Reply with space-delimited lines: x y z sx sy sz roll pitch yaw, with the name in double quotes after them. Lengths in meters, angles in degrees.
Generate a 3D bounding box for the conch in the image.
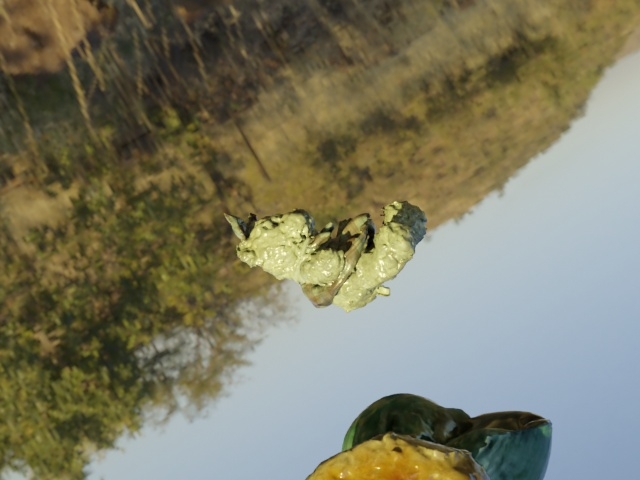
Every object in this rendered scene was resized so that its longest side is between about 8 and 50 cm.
0.117 0.229 0.992 0.196 0.134 0.202 -3 -173 -24 "conch"

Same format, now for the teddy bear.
0.008 0.019 1.034 0.213 0.111 0.133 0 -165 20 "teddy bear"

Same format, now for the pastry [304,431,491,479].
0.066 0.257 0.804 0.182 0.192 0.093 -22 168 5 "pastry"
